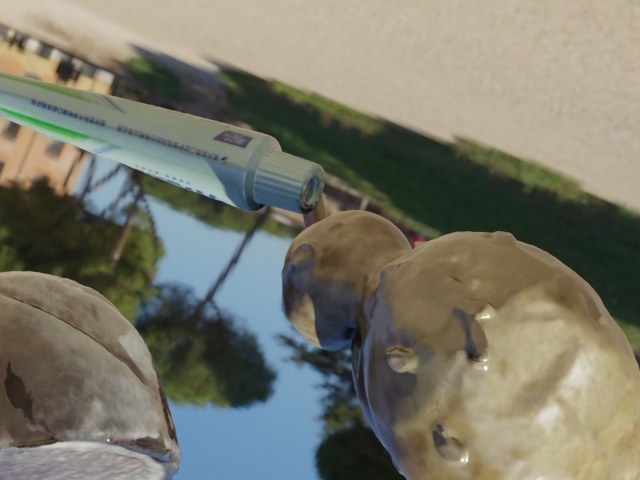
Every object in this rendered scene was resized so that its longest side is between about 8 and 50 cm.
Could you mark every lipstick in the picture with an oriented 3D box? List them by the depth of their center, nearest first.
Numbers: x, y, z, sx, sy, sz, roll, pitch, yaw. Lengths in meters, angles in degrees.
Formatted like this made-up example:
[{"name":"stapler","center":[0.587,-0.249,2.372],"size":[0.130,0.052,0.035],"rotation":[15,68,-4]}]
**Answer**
[{"name":"lipstick","center":[0.000,0.000,0.979],"size":[0.019,0.094,0.019],"rotation":[-12,-169,2]}]

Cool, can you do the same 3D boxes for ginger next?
[{"name":"ginger","center":[0.085,0.084,0.831],"size":[0.244,0.155,0.304],"rotation":[46,172,-21]}]

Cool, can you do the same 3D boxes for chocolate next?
[{"name":"chocolate","center":[-0.284,0.139,1.210],"size":[0.303,0.213,0.303],"rotation":[-9,156,-4]}]

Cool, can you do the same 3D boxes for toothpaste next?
[{"name":"toothpaste","center":[-0.133,-0.072,0.862],"size":[0.296,0.048,0.075],"rotation":[18,175,24]}]
